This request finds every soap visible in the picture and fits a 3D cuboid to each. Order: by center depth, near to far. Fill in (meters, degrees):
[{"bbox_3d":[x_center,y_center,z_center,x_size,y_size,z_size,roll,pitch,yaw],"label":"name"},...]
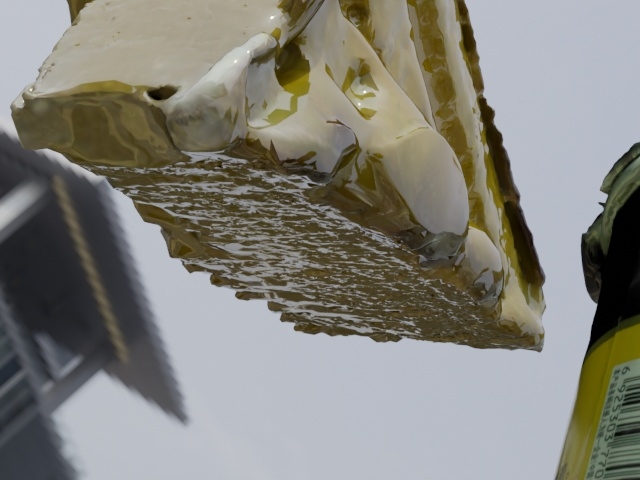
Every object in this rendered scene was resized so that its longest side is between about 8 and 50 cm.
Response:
[{"bbox_3d":[0.000,0.000,0.867,0.169,0.304,0.339,-4,-55,23],"label":"soap"}]

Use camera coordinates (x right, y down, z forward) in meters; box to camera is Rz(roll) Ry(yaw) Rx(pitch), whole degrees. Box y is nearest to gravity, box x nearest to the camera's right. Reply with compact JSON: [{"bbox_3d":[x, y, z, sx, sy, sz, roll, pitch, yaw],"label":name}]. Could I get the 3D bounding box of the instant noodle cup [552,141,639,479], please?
[{"bbox_3d":[0.159,0.105,0.602,0.215,0.236,0.215,20,-30,12],"label":"instant noodle cup"}]
